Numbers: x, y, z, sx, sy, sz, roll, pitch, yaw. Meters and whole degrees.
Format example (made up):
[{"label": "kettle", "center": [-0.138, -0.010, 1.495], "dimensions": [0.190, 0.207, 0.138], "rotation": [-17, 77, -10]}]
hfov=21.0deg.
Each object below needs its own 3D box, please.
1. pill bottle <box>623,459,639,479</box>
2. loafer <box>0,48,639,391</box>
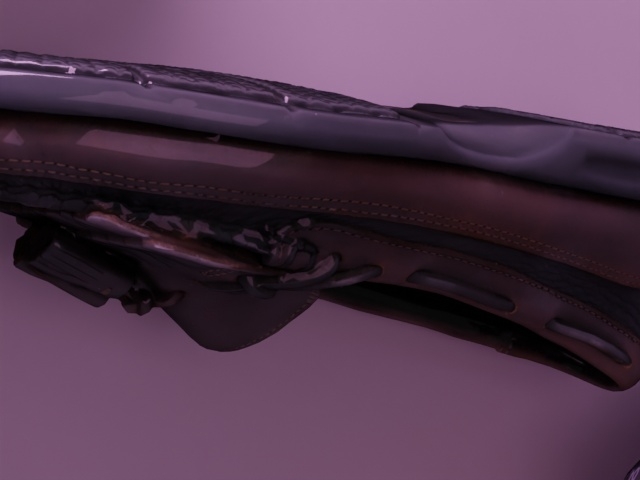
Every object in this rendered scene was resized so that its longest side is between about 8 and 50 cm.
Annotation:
[{"label": "pill bottle", "center": [0.182, 0.078, 0.549], "dimensions": [0.246, 0.130, 0.130], "rotation": [-44, 111, -19]}, {"label": "loafer", "center": [0.000, 0.000, 0.470], "dimensions": [0.268, 0.096, 0.084], "rotation": [4, 96, -31]}]
